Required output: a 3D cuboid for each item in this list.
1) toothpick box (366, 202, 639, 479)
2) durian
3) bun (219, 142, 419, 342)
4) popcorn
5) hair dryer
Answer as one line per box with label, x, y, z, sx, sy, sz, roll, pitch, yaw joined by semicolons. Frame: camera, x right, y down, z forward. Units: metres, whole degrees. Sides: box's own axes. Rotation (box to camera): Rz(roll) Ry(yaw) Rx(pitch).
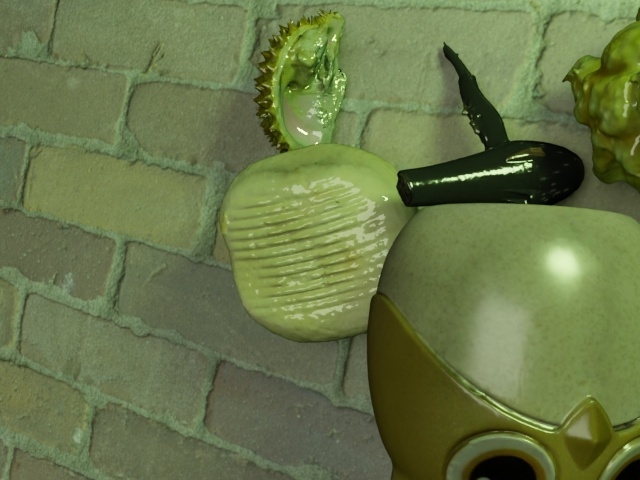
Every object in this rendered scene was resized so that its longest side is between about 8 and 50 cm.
toothpick box;0.265;0.173;0.961;0.409;0.409;0.425;3;88;28
durian;-0.034;-0.282;1.280;0.167;0.172;0.306;11;86;3
bun;0.000;0.000;1.221;0.361;0.213;0.360;4;104;17
popcorn;0.486;-0.170;0.938;0.336;0.279;0.274;23;119;14
hair dryer;0.224;-0.185;1.124;0.120;0.304;0.359;106;153;-53
